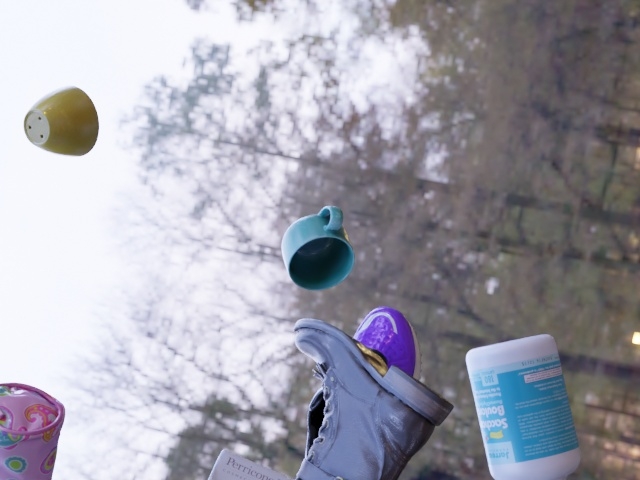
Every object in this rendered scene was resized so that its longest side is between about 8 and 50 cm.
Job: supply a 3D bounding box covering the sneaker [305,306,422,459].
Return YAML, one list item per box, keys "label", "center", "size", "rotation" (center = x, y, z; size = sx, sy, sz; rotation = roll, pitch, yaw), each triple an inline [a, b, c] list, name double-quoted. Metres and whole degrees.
- label: "sneaker"
  center: [0.051, 0.212, 1.676]
  size: [0.146, 0.102, 0.293]
  rotation: [47, -127, -52]

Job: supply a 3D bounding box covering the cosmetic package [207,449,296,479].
- label: "cosmetic package"
  center: [-0.094, 0.331, 1.210]
  size: [0.085, 0.117, 0.231]
  rotation: [111, -178, -45]

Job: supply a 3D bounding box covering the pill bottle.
- label: "pill bottle"
  center: [0.325, 0.288, 1.929]
  size: [0.146, 0.146, 0.264]
  rotation: [11, -113, -73]

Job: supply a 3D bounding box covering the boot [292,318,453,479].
- label: "boot"
  center: [0.008, 0.227, 1.381]
  size: [0.091, 0.263, 0.229]
  rotation: [36, -94, -45]

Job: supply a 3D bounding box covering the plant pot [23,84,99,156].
- label: "plant pot"
  center: [-0.488, -0.213, 2.250]
  size: [0.095, 0.134, 0.134]
  rotation: [-20, -59, -54]

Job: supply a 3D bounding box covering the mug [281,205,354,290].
- label: "mug"
  center: [0.002, 0.007, 2.312]
  size: [0.129, 0.157, 0.097]
  rotation: [43, -164, -36]

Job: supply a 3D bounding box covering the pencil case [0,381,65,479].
- label: "pencil case"
  center: [-0.428, 0.332, 1.657]
  size: [0.124, 0.124, 0.284]
  rotation: [-44, -24, -62]
